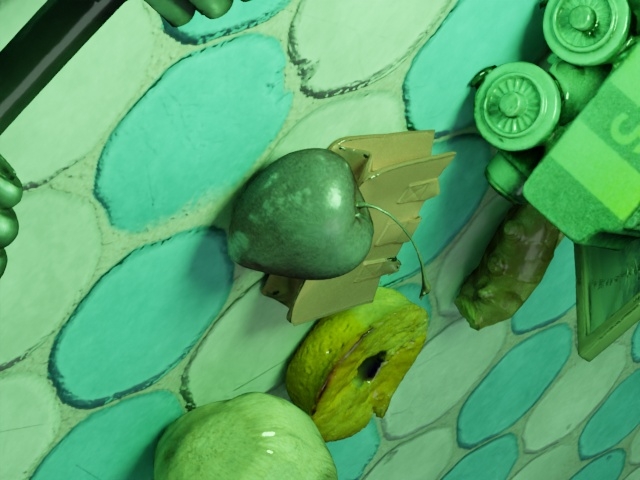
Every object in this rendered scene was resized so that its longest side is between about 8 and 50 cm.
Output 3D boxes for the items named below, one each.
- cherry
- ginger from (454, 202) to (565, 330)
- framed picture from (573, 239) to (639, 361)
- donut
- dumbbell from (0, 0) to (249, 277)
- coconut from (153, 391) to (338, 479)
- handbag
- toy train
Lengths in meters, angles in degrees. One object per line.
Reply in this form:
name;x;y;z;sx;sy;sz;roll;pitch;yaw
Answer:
cherry;-0.006;0.004;1.847;0.148;0.115;0.188;-36;126;-19
ginger;0.232;0.019;2.280;0.205;0.081;0.115;-57;-176;4
framed picture;0.362;-0.050;2.117;0.022;0.335;0.247;32;125;-19
donut;0.036;0.131;2.167;0.174;0.074;0.190;-3;126;-52
dumbbell;-0.197;-0.131;1.356;0.406;0.179;0.179;-47;153;3
coconut;-0.077;0.266;2.057;0.224;0.224;0.224;-34;151;-22
handbag;0.038;-0.015;1.982;0.157;0.059;0.212;-13;140;-45
toy train;0.304;-0.137;1.995;0.299;0.238;0.167;-53;155;17
